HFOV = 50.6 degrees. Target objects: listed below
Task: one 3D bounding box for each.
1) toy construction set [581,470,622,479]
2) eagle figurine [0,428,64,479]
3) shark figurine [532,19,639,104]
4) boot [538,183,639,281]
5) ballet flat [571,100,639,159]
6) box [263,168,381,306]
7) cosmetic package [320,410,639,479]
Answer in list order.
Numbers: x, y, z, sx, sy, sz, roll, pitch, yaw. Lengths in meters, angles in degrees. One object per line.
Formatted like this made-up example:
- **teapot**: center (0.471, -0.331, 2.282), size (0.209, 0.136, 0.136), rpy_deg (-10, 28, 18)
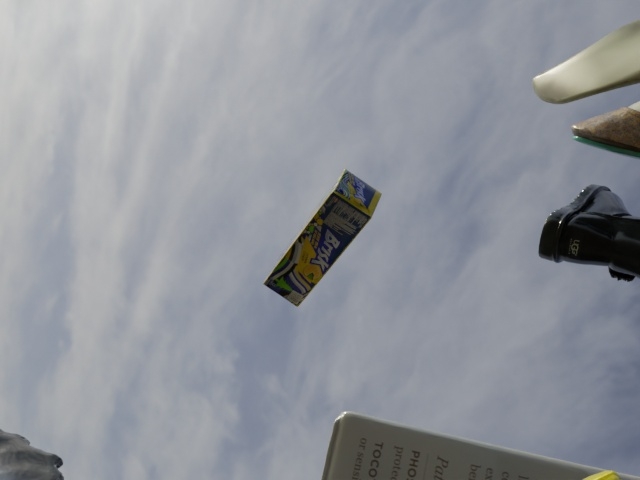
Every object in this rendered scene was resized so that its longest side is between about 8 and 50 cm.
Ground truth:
- **toy construction set**: center (0.153, 0.127, 0.251), size (0.151, 0.215, 0.328), rpy_deg (54, -24, 29)
- **eagle figurine**: center (-0.221, 0.137, 0.210), size (0.225, 0.226, 0.298), rpy_deg (27, -23, 24)
- **shark figurine**: center (0.192, -0.135, 0.274), size (0.166, 0.116, 0.278), rpy_deg (-12, -118, 65)
- **boot**: center (0.428, 0.002, 0.893), size (0.207, 0.246, 0.094), rpy_deg (19, -67, 33)
- **ballet flat**: center (0.476, -0.130, 0.844), size (0.316, 0.107, 0.106), rpy_deg (28, -72, 35)
- **box**: center (0.000, 0.000, 0.794), size (0.054, 0.059, 0.169), rpy_deg (35, -54, -6)
- **cosmetic package**: center (0.194, 0.428, 0.790), size (0.393, 0.329, 0.327), rpy_deg (9, -114, 15)
